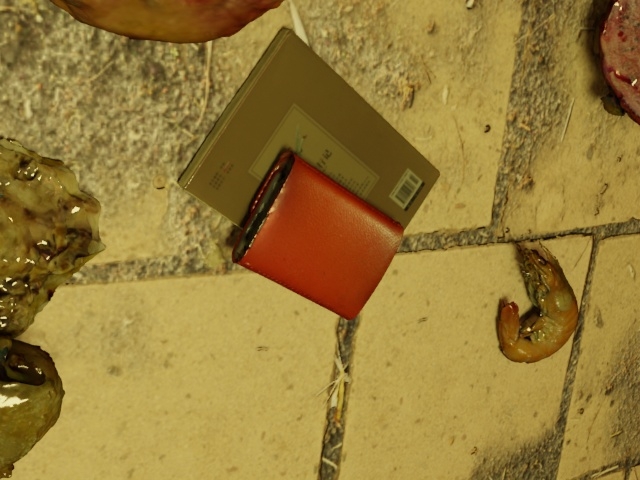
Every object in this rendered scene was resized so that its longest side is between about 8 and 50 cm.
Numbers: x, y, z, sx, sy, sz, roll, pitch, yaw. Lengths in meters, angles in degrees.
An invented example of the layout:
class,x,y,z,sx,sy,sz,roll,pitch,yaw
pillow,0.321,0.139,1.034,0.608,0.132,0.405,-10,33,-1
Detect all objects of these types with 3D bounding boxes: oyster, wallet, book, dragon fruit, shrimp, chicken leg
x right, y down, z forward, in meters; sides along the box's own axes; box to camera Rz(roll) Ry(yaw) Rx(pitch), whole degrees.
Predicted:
class,x,y,z,sx,sy,sz,roll,pitch,yaw
oyster,-0.315,-0.004,0.758,0.223,0.083,0.214,-40,127,-24
wallet,0.000,0.000,0.968,0.204,0.045,0.142,30,87,-39
book,0.002,-0.076,0.982,0.310,0.021,0.217,37,85,-37
dragon fruit,0.548,-0.266,1.163,0.263,0.296,0.314,-19,119,-67
shrimp,0.333,0.099,1.248,0.150,0.068,0.249,-33,127,-15
chicken leg,-0.412,0.187,0.721,0.361,0.140,0.212,-20,145,-17

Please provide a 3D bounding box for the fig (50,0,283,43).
class,x,y,z,sx,sy,sz,roll,pitch,yaw
fig,-0.128,-0.369,0.674,0.286,0.286,0.369,5,78,-35
